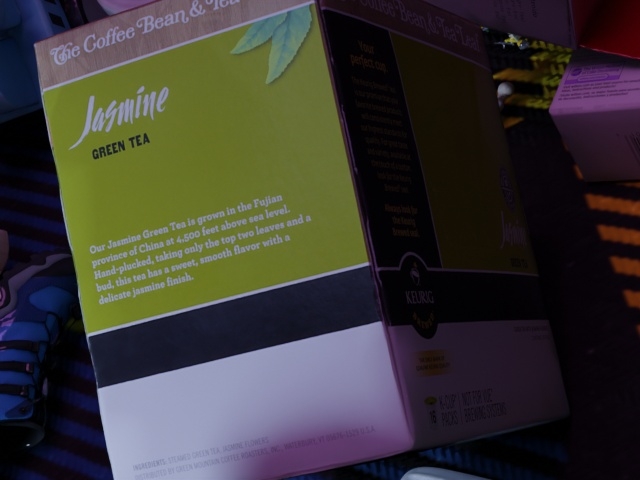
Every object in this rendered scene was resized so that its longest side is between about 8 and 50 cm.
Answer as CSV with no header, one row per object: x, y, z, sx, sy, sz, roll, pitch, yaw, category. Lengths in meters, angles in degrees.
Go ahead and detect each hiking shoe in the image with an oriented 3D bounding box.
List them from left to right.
-0.294,0.139,1.579,0.132,0.113,0.304,31,61,18,hiking shoe

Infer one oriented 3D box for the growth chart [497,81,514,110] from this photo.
0.055,-0.080,1.592,0.237,0.021,0.172,1,49,40,growth chart

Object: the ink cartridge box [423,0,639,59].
0.218,-0.323,1.434,0.272,0.130,0.309,18,59,26,ink cartridge box

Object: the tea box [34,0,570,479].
0.000,0.000,1.197,0.220,0.329,0.323,-14,82,24,tea box

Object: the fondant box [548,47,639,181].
0.361,-0.203,1.436,0.238,0.096,0.330,-1,50,36,fondant box

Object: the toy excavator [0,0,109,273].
-0.397,-0.186,1.828,0.222,0.433,0.445,-17,8,22,toy excavator

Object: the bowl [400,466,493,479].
0.088,0.226,1.217,0.142,0.053,0.142,10,56,41,bowl

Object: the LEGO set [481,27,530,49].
0.091,-0.224,1.632,0.331,0.192,0.255,-44,7,-34,LEGO set

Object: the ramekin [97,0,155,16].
-0.107,-0.304,1.866,0.273,0.127,0.273,-21,40,19,ramekin
